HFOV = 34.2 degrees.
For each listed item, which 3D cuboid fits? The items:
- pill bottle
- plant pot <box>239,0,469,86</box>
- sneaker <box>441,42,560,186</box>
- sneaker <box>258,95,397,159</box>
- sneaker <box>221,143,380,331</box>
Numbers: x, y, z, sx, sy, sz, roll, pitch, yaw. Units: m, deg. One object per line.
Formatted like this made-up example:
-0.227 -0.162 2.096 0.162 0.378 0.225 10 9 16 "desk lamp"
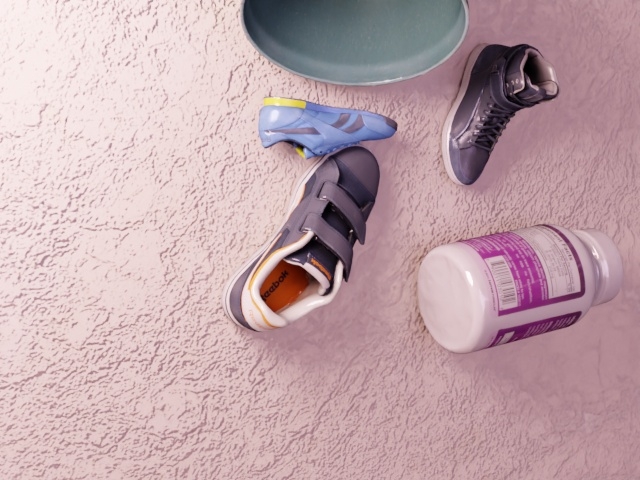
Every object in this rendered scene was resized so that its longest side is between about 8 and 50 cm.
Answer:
0.315 0.065 1.614 0.301 0.169 0.169 -10 102 -27 "pill bottle"
0.048 -0.364 1.366 0.293 0.293 0.196 18 62 -29 "plant pot"
0.269 -0.186 1.557 0.086 0.163 0.226 12 93 -31 "sneaker"
0.010 -0.150 1.469 0.209 0.069 0.082 5 88 -25 "sneaker"
0.000 0.000 1.458 0.126 0.127 0.321 42 75 -25 "sneaker"
